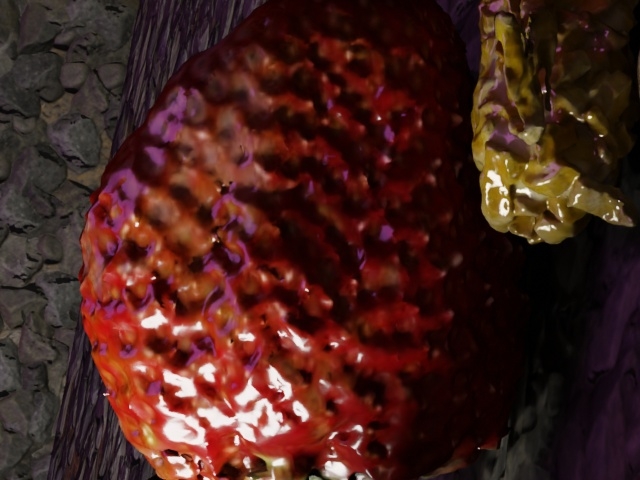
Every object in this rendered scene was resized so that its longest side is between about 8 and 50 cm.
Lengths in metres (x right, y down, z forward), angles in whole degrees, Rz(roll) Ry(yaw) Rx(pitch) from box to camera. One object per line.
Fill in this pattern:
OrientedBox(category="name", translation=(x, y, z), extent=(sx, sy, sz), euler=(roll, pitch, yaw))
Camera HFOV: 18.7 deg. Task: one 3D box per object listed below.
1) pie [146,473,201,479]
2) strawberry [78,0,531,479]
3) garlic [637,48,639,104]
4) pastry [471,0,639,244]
OrientedBox(category="pie", translation=(-0.079, 0.308, 1.457), extent=(0.085, 0.308, 0.308), euler=(138, 142, -54))
OrientedBox(category="strawberry", translation=(0.000, 0.000, 1.274), extent=(0.267, 0.312, 0.351), euler=(39, 126, 52))
OrientedBox(category="garlic", translation=(0.202, -0.087, 1.127), extent=(0.053, 0.041, 0.083), euler=(173, 100, -80))
OrientedBox(category="pastry", translation=(0.147, -0.114, 1.192), extent=(0.154, 0.102, 0.250), euler=(97, 179, -50))
